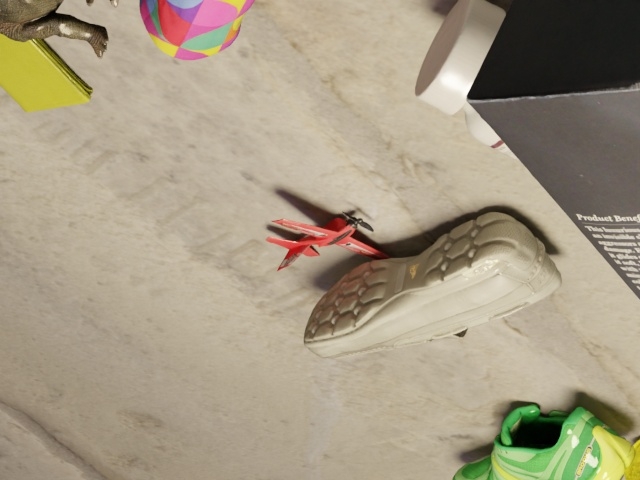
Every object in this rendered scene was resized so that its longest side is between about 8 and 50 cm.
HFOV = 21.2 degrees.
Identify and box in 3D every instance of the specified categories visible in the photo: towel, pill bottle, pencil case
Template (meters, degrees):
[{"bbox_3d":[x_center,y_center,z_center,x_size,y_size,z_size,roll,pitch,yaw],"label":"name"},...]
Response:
[{"bbox_3d":[-0.335,-0.214,1.721,0.102,0.021,0.237,-3,142,38],"label":"towel"},{"bbox_3d":[0.201,-0.120,1.473,0.221,0.121,0.121,26,148,-10],"label":"pill bottle"},{"bbox_3d":[-0.083,-0.248,1.458,0.104,0.104,0.236,25,150,-9],"label":"pencil case"}]

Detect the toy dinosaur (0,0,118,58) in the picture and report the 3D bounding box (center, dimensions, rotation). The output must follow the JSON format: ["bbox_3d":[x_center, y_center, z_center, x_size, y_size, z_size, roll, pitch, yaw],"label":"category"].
[{"bbox_3d":[-0.260,-0.244,1.520,0.160,0.121,0.313,3,156,-22],"label":"toy dinosaur"}]

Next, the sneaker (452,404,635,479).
[{"bbox_3d":[0.256,0.256,2.068,0.123,0.109,0.295,52,143,-7],"label":"sneaker"}]

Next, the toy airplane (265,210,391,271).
[{"bbox_3d":[0.000,0.000,1.855,0.151,0.028,0.151,3,155,1],"label":"toy airplane"}]

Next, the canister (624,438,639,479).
[{"bbox_3d":[0.461,0.292,2.015,0.170,0.073,0.126,35,144,-26],"label":"canister"}]

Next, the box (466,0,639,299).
[{"bbox_3d":[0.295,-0.131,1.223,0.183,0.296,0.294,1,145,45],"label":"box"}]

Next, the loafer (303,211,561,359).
[{"bbox_3d":[0.111,0.069,1.819,0.111,0.112,0.319,39,140,-27],"label":"loafer"}]
